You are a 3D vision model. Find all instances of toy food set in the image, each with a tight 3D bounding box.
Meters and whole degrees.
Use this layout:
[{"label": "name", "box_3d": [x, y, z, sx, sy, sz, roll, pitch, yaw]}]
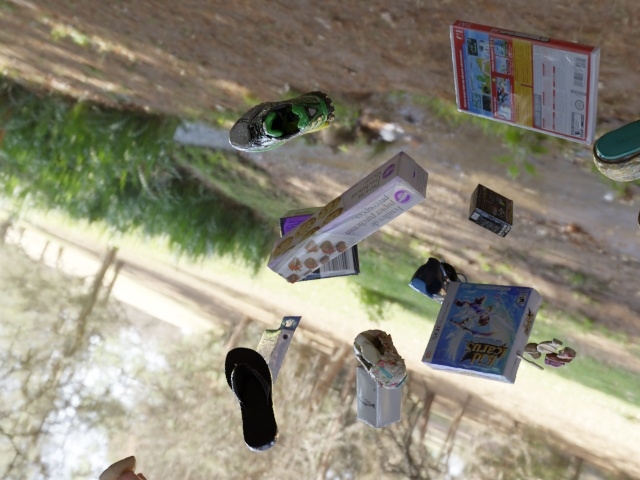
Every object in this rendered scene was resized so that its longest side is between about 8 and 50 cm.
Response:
[{"label": "toy food set", "box_3d": [0.399, 0.195, 1.339, 0.078, 0.019, 0.122, 31, 154, -9]}]

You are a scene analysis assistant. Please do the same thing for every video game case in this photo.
[{"label": "video game case", "box_3d": [0.414, 0.232, 2.006, 0.061, 0.244, 0.269, 36, 158, -35]}, {"label": "video game case", "box_3d": [0.380, -0.298, 1.455, 0.285, 0.025, 0.204, 22, 146, 32]}]

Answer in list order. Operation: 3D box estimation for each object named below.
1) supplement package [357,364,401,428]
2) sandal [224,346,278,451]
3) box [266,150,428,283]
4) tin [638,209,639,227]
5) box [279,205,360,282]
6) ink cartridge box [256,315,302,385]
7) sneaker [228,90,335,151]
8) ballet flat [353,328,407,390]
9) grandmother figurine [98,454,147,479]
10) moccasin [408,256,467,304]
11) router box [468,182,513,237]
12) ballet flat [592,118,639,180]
[{"label": "supplement package", "box_3d": [0.186, 0.486, 2.453, 0.105, 0.179, 0.105, -9, -165, -35]}, {"label": "sandal", "box_3d": [-0.144, 0.322, 1.646, 0.054, 0.097, 0.254, 69, 177, -48]}, {"label": "box", "box_3d": [0.037, -0.029, 1.263, 0.063, 0.067, 0.324, 36, 133, -23]}, {"label": "tin", "box_3d": [0.661, -0.029, 1.385, 0.040, 0.106, 0.190, 18, -174, -41]}, {"label": "box", "box_3d": [0.000, 0.000, 1.755, 0.165, 0.143, 0.270, -6, -174, 2]}, {"label": "ink cartridge box", "box_3d": [-0.133, 0.299, 2.173, 0.045, 0.208, 0.206, 26, 166, -13]}, {"label": "sneaker", "box_3d": [-0.135, -0.325, 2.124, 0.343, 0.134, 0.146, -15, -174, 40]}, {"label": "ballet flat", "box_3d": [0.110, 0.224, 1.582, 0.077, 0.091, 0.241, 38, 180, -19]}, {"label": "grandmother figurine", "box_3d": [-0.236, 0.504, 1.227, 0.342, 0.208, 0.104, 46, -158, 20]}, {"label": "moccasin", "box_3d": [0.359, 0.123, 2.245, 0.138, 0.117, 0.342, 30, -178, 18]}, {"label": "router box", "box_3d": [0.383, -0.068, 1.735, 0.092, 0.038, 0.122, 27, -146, -2]}, {"label": "ballet flat", "box_3d": [0.703, -0.209, 1.487, 0.349, 0.123, 0.123, -22, 153, 19]}]
